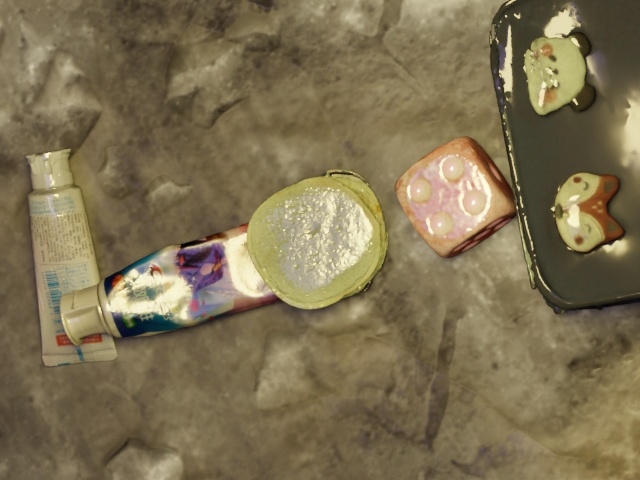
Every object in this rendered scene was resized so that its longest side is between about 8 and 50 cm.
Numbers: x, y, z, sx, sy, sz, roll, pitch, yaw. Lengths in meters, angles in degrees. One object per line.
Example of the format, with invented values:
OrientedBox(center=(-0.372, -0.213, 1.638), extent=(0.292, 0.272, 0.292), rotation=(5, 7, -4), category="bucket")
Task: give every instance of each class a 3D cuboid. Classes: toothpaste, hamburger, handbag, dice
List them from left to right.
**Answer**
OrientedBox(center=(-0.278, 0.020, 1.942), extent=(0.089, 0.057, 0.234), rotation=(-6, 95, 18), category="toothpaste")
OrientedBox(center=(-0.141, 0.047, 1.884), extent=(0.266, 0.061, 0.096), rotation=(-17, 86, 8), category="toothpaste")
OrientedBox(center=(0.000, 0.000, 1.827), extent=(0.140, 0.062, 0.133), rotation=(-32, 82, 10), category="hamburger")
OrientedBox(center=(0.135, -0.042, 1.768), extent=(0.091, 0.094, 0.093), rotation=(-35, 78, 13), category="dice")
OrientedBox(center=(0.332, -0.102, 1.663), extent=(0.329, 0.122, 0.303), rotation=(-10, 87, 9), category="handbag")
